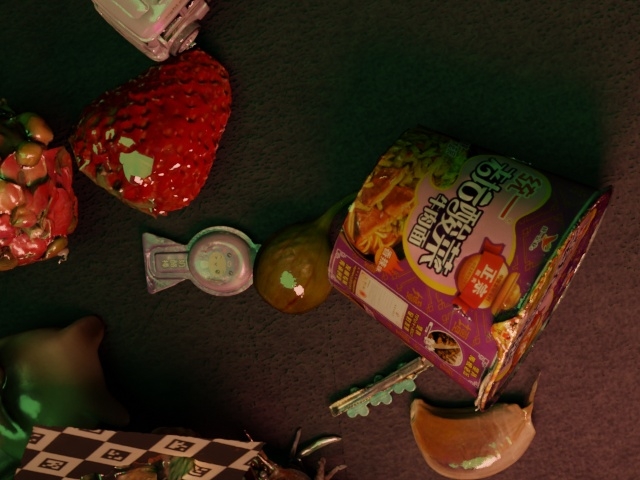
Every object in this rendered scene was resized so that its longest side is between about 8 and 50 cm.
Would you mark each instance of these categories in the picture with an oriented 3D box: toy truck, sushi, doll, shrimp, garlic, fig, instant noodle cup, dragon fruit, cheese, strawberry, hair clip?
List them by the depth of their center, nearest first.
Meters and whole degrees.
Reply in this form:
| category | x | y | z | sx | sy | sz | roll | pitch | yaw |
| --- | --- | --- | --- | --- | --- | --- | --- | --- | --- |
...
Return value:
| category | x | y | z | sx | sy | sz | roll | pitch | yaw |
| --- | --- | --- | --- | --- | --- | --- | --- | --- | --- |
| instant noodle cup | 0.182 | 0.015 | 1.577 | 0.266 | 0.340 | 0.339 | 30 | 106 | 15 |
| toy truck | -0.157 | -0.416 | 1.618 | 0.176 | 0.178 | 0.363 | 42 | 95 | 2 |
| strawberry | -0.224 | -0.162 | 1.720 | 0.205 | 0.205 | 0.244 | 36 | 84 | 5 |
| dragon fruit | -0.471 | -0.075 | 1.721 | 0.291 | 0.250 | 0.269 | -14 | 95 | 54 |
| fig | 0.000 | 0.000 | 1.724 | 0.124 | 0.124 | 0.236 | 40 | 92 | 4 |
| garlic | 0.231 | 0.270 | 1.727 | 0.198 | 0.090 | 0.128 | -15 | 84 | 20 |
| sushi | -0.280 | 0.320 | 1.743 | 0.320 | 0.068 | 0.339 | 7 | 144 | -18 |
| hair clip | 0.092 | 0.217 | 1.770 | 0.173 | 0.049 | 0.049 | -31 | 92 | 22 |
| shrimp | 0.010 | 0.436 | 1.777 | 0.221 | 0.166 | 0.410 | -28 | 88 | 44 |
| cheese | -0.172 | 0.032 | 1.797 | 0.191 | 0.042 | 0.105 | -3 | 98 | 16 |
| doll | -0.490 | 0.270 | 1.832 | 0.370 | 0.226 | 0.215 | -35 | 56 | 21 |
